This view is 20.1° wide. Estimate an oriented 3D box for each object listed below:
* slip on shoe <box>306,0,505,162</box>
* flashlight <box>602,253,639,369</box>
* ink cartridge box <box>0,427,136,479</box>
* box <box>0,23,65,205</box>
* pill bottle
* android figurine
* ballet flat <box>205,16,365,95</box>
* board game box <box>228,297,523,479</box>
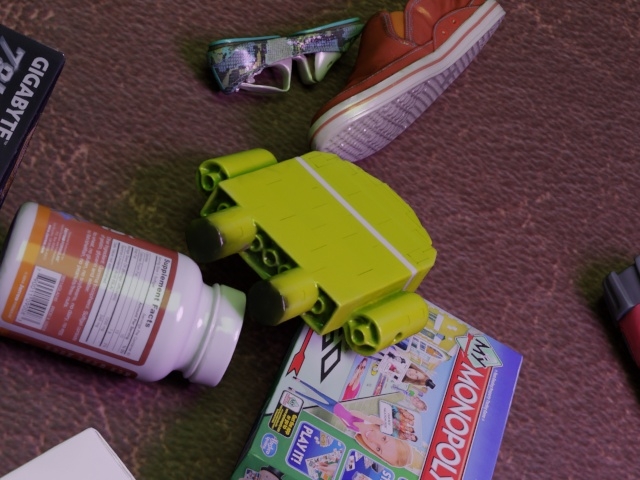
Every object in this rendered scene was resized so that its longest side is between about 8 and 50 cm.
[{"bbox_3d":[0.074,-0.181,1.863,0.101,0.123,0.331,40,47,6],"label":"slip on shoe"},{"bbox_3d":[0.384,0.157,1.797,0.103,0.103,0.304,-9,63,-31],"label":"flashlight"},{"bbox_3d":[-0.239,0.262,1.366,0.172,0.237,0.100,-29,75,-35],"label":"ink cartridge box"},{"bbox_3d":[-0.317,0.019,1.450,0.073,0.293,0.295,24,53,-7],"label":"box"},{"bbox_3d":[-0.182,0.054,1.596,0.216,0.121,0.121,20,54,-12],"label":"pill bottle"},{"bbox_3d":[0.000,0.000,1.677,0.248,0.056,0.273,43,33,17],"label":"android figurine"},{"bbox_3d":[-0.032,-0.186,1.861,0.188,0.070,0.070,-14,66,-28],"label":"ballet flat"},{"bbox_3d":[0.060,0.158,1.631,0.213,0.046,0.317,29,35,-4],"label":"board game box"}]
